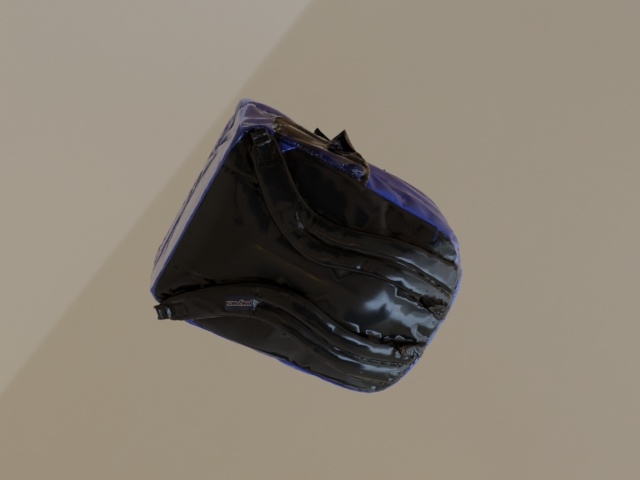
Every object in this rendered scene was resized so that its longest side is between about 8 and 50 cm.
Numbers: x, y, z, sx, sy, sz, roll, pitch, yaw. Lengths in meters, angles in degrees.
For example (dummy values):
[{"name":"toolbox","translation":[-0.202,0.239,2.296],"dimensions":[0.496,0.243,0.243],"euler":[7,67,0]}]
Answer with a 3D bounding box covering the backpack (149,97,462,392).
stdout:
[{"name":"backpack","translation":[0.000,0.000,0.693],"dimensions":[0.120,0.098,0.101],"euler":[27,-161,-11]}]
